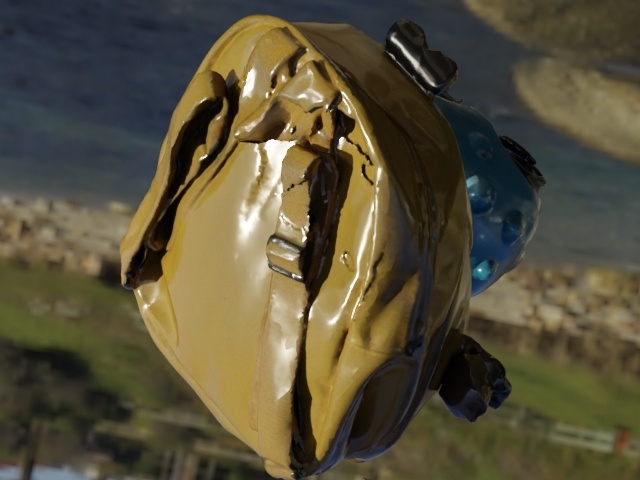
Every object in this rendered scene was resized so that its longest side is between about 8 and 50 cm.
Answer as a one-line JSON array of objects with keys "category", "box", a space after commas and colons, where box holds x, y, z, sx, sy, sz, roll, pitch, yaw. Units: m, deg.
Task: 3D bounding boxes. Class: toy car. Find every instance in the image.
[{"category": "toy car", "box": [0.097, -0.047, 1.813, 0.255, 0.188, 0.190, 42, -161, -4]}]

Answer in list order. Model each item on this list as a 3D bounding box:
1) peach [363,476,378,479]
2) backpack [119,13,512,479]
[{"category": "peach", "box": [0.026, 0.195, 1.106, 0.098, 0.098, 0.061, 9, -163, 33]}, {"category": "backpack", "box": [-0.004, 0.003, 1.493, 0.201, 0.378, 0.353, -16, -127, -38]}]
